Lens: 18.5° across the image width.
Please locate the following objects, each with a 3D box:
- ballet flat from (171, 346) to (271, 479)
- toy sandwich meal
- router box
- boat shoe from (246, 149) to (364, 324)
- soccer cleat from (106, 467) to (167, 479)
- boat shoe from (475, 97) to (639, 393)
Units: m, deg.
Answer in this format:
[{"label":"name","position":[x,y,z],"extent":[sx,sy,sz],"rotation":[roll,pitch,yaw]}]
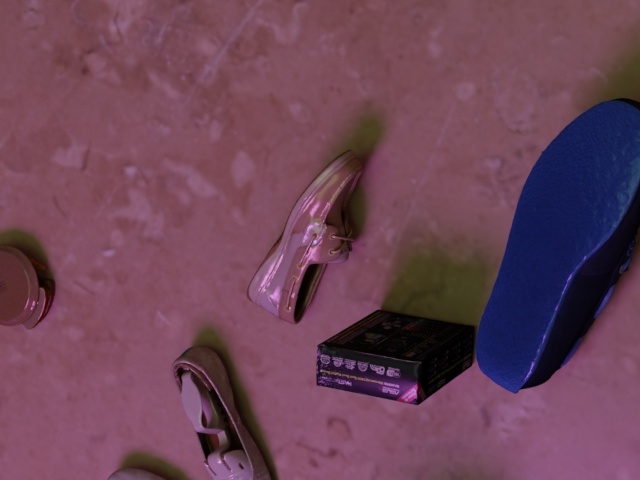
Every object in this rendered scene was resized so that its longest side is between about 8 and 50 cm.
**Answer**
[{"label":"ballet flat","position":[-0.093,0.177,1.748],"extent":[0.057,0.052,0.168],"rotation":[-25,87,27]},{"label":"toy sandwich meal","position":[-0.287,0.042,1.839],"extent":[0.085,0.029,0.085],"rotation":[4,99,30]},{"label":"router box","position":[0.063,0.095,1.621],"extent":[0.092,0.122,0.038],"rotation":[10,106,25]},{"label":"boat shoe","position":[0.000,0.000,1.676],"extent":[0.059,0.063,0.170],"rotation":[38,121,14]},{"label":"soccer cleat","position":[-0.128,0.280,1.767],"extent":[0.196,0.076,0.068],"rotation":[44,113,15]},{"label":"boat shoe","position":[0.200,-0.002,1.564],"extent":[0.109,0.089,0.258],"rotation":[43,119,28]}]
